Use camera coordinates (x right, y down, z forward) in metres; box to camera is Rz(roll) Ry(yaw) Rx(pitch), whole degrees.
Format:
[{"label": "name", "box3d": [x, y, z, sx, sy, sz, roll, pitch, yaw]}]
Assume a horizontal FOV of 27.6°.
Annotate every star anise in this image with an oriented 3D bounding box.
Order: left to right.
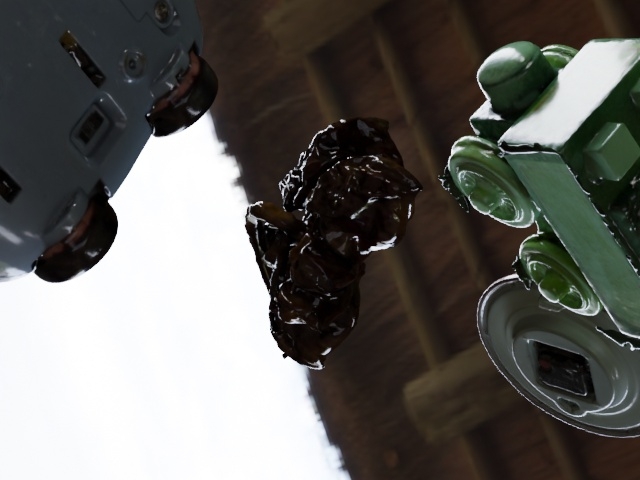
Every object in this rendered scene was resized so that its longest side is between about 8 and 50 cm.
[{"label": "star anise", "box3d": [0.000, 0.000, 1.103, 0.220, 0.125, 0.190, -68, -155, 16]}]

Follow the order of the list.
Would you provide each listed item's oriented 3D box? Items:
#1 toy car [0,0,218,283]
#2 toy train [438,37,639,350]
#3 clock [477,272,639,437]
[{"label": "toy car", "box3d": [-0.218, -0.106, 0.849, 0.212, 0.270, 0.180, 7, -34, 41]}, {"label": "toy train", "box3d": [0.228, -0.040, 1.044, 0.272, 0.159, 0.188, 52, -19, -26]}, {"label": "clock", "box3d": [0.283, 0.130, 1.470, 0.244, 0.056, 0.244, 29, -32, 20]}]
